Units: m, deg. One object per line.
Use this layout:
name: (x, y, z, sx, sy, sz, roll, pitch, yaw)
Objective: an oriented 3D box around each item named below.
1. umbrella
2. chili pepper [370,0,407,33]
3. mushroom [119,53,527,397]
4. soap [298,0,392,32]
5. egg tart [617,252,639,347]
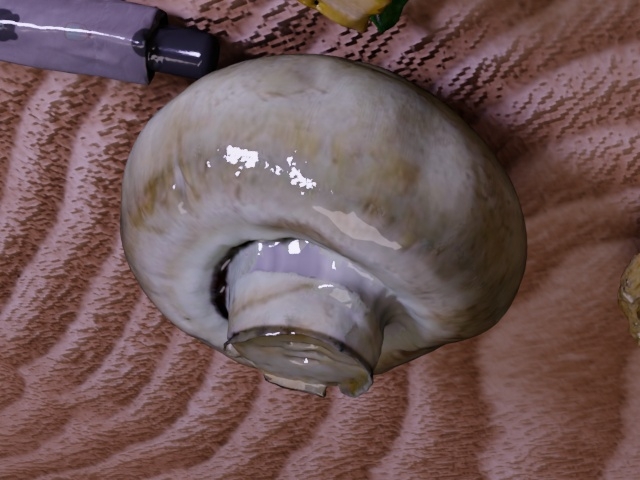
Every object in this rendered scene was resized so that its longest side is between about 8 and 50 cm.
umbrella: (-0.253, -0.186, 1.097, 0.337, 0.067, 0.073, 10, 155, 9)
chili pepper: (0.110, -0.202, 0.944, 0.182, 0.050, 0.073, -3, 147, 29)
mushroom: (0.000, 0.000, 1.082, 0.352, 0.260, 0.352, 11, 150, 6)
soap: (-0.029, -0.311, 0.763, 0.335, 0.156, 0.293, 26, 148, -12)
egg tart: (0.370, 0.041, 1.131, 0.212, 0.090, 0.213, 9, 144, 7)
